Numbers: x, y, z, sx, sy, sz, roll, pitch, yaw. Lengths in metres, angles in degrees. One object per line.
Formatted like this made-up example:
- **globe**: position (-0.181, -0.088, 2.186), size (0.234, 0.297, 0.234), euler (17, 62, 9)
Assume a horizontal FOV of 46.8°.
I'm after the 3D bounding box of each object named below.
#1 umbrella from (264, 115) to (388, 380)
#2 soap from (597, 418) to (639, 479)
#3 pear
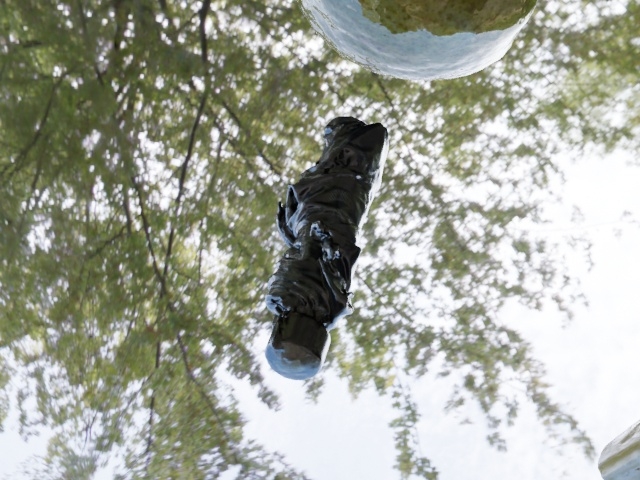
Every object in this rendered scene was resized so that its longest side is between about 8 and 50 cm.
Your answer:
- **umbrella**: position (-0.002, 0.001, 0.521), size (0.072, 0.080, 0.224), euler (12, -136, 4)
- **soap**: position (0.266, 0.107, 0.441), size (0.140, 0.232, 0.073), euler (-21, -115, -31)
- **pear**: position (0.081, -0.253, 0.628), size (0.212, 0.188, 0.228), euler (5, -71, -9)
